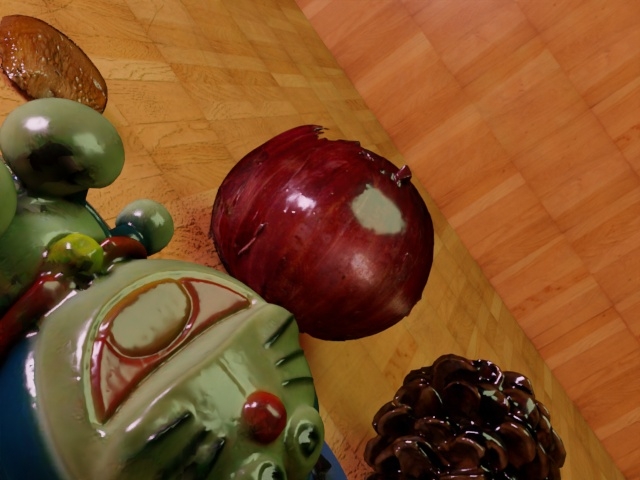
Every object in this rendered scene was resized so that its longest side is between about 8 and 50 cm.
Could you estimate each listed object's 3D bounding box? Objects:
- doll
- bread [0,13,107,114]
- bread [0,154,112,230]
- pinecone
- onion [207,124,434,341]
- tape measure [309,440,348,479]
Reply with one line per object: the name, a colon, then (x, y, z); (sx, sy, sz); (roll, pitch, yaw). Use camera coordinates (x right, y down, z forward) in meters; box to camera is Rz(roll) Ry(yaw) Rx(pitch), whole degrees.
doll: (-0.123, 0.078, 0.525); (0.198, 0.186, 0.322); (-31, 81, -44)
bread: (-0.286, -0.187, 0.911); (0.129, 0.044, 0.126); (41, 23, -46)
bread: (-0.221, 0.033, 0.683); (0.267, 0.040, 0.267); (47, 20, -23)
pinecone: (0.163, 0.253, 0.963); (0.243, 0.243, 0.257); (63, 9, 23)
onion: (0.000, 0.000, 1.009); (0.276, 0.276, 0.276); (48, 19, -22)
tape measure: (-0.005, 0.279, 0.720); (0.351, 0.098, 0.215); (49, 19, -25)
